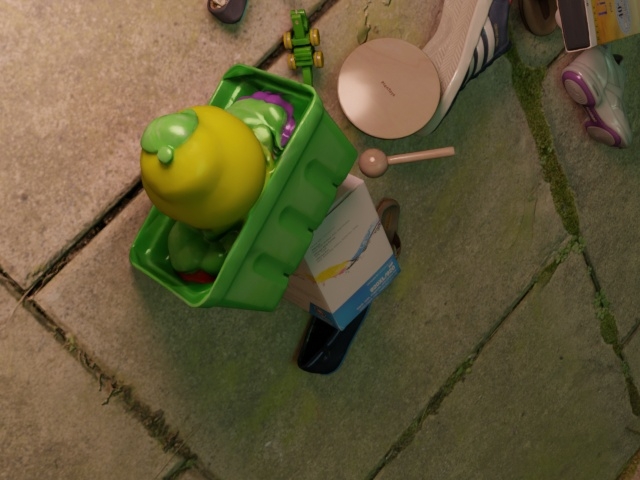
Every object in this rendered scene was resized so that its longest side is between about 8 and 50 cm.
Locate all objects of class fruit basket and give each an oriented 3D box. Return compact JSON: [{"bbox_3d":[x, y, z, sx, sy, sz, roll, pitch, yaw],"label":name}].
[{"bbox_3d":[-0.159,-0.094,1.505,0.392,0.283,0.391,-15,117,-33],"label":"fruit basket"}]

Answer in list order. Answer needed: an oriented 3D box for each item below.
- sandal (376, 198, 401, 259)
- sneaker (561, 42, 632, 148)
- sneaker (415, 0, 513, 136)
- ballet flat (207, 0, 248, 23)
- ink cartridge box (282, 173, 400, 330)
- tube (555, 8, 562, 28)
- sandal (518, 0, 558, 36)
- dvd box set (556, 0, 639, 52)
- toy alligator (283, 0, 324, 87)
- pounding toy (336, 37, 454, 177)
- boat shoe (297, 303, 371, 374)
[{"bbox_3d":[0.133,0.008,1.992,0.072,0.049,0.180,-11,117,-39],"label":"sandal"},{"bbox_3d":[0.648,-0.319,2.261,0.152,0.114,0.305,-51,136,-9],"label":"sneaker"},{"bbox_3d":[0.274,-0.341,1.891,0.148,0.131,0.350,23,93,-42],"label":"sneaker"},{"bbox_3d":[-0.125,-0.427,1.526,0.074,0.074,0.203,5,108,-44],"label":"ballet flat"},{"bbox_3d":[0.000,0.000,1.776,0.168,0.171,0.232,-43,134,-19],"label":"ink cartridge box"},{"bbox_3d":[0.548,-0.507,2.096,0.240,0.062,0.070,-51,-178,-42],"label":"tube"},{"bbox_3d":[0.429,-0.521,1.977,0.120,0.086,0.302,-49,136,-11],"label":"sandal"},{"bbox_3d":[0.598,-0.561,2.033,0.420,0.062,0.307,-21,103,-42],"label":"dvd box set"},{"bbox_3d":[-0.030,-0.342,1.671,0.051,0.056,0.189,-76,159,-55],"label":"toy alligator"},{"bbox_3d":[0.123,-0.233,1.812,0.183,0.110,0.236,-14,84,-5],"label":"pounding toy"},{"bbox_3d":[0.030,0.143,1.924,0.089,0.109,0.258,6,104,-41],"label":"boat shoe"}]
